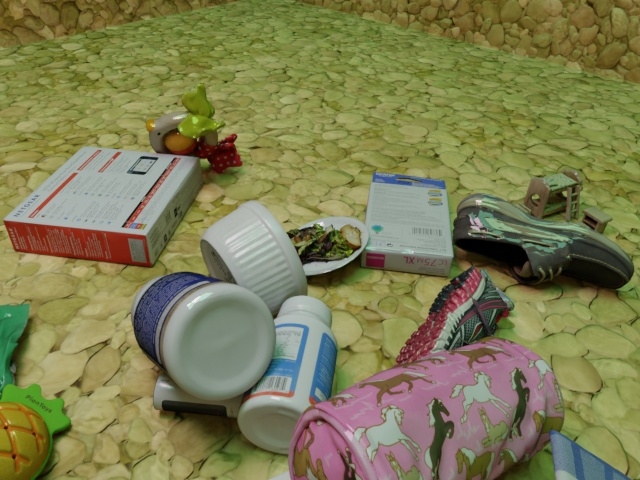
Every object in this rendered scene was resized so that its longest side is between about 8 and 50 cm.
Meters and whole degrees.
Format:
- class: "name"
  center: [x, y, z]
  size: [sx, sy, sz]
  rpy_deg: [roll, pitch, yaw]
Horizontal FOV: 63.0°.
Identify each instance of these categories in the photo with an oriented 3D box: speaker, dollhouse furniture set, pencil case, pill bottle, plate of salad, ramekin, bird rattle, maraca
- class: "speaker"
  center: [-0.174, 0.231, 0.779]
  size: [0.136, 0.055, 0.055]
  rpy_deg: [5, 37, 2]
- class: "dollhouse furniture set"
  center: [0.546, -0.076, 1.198]
  size: [0.181, 0.101, 0.161]
  rpy_deg: [-16, 40, -23]
- class: "pencil case"
  center: [0.147, 0.232, 0.634]
  size: [0.385, 0.167, 0.160]
  rpy_deg: [-8, 20, -41]
- class: "pill bottle"
  center: [-0.188, 0.125, 0.771]
  size: [0.153, 0.153, 0.264]
  rpy_deg: [-22, 14, -30]
- class: "plate of salad"
  center: [0.000, 0.000, 1.072]
  size: [0.199, 0.048, 0.200]
  rpy_deg: [-13, 34, 9]
- class: "ramekin"
  center: [-0.124, 0.045, 0.917]
  size: [0.109, 0.207, 0.207]
  rpy_deg: [-29, 46, -23]
- class: "bird rattle"
  center: [-0.314, -0.260, 1.291]
  size: [0.206, 0.253, 0.143]
  rpy_deg: [-9, 71, -1]
- class: "maraca"
  center: [-0.415, 0.261, 0.690]
  size: [0.127, 0.099, 0.186]
  rpy_deg: [36, 23, -7]
- class: "pill bottle"
  center: [-0.039, 0.190, 0.786]
  size: [0.124, 0.124, 0.222]
  rpy_deg: [7, 36, 6]

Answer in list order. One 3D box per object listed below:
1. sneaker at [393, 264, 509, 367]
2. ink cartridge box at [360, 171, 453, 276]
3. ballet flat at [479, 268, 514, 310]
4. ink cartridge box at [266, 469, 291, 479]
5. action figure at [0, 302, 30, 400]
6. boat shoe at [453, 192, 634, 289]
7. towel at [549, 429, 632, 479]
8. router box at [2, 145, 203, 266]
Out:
- class: "sneaker"
  center: [0.222, 0.164, 0.853]
  size: [0.112, 0.121, 0.299]
  rpy_deg: [44, 54, 3]
- class: "ink cartridge box"
  center: [0.193, -0.047, 1.171]
  size: [0.185, 0.065, 0.311]
  rpy_deg: [6, 40, 6]
- class: "ballet flat"
  center: [0.327, 0.098, 1.007]
  size: [0.041, 0.041, 0.114]
  rpy_deg: [-9, 37, -15]
- class: "ink cartridge box"
  center: [-0.061, 0.366, 0.576]
  size: [0.217, 0.092, 0.159]
  rpy_deg: [-14, 40, -24]
- class: "action figure"
  center: [-0.519, 0.189, 0.807]
  size: [0.137, 0.064, 0.232]
  rpy_deg: [-14, 36, -24]
- class: "boat shoe"
  center: [0.433, 0.030, 1.056]
  size: [0.355, 0.132, 0.130]
  rpy_deg: [22, 66, 17]
- class: "towel"
  center: [0.332, 0.376, 0.560]
  size: [0.209, 0.034, 0.285]
  rpy_deg: [35, 38, -9]
- class: "router box"
  center: [-0.461, -0.091, 1.171]
  size: [0.300, 0.082, 0.336]
  rpy_deg: [6, 37, 5]
